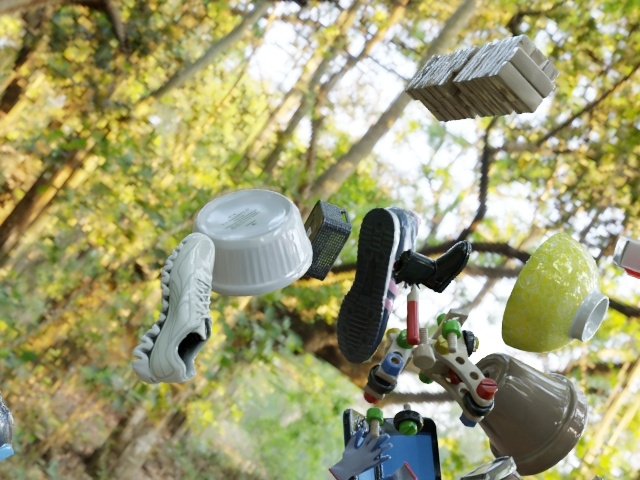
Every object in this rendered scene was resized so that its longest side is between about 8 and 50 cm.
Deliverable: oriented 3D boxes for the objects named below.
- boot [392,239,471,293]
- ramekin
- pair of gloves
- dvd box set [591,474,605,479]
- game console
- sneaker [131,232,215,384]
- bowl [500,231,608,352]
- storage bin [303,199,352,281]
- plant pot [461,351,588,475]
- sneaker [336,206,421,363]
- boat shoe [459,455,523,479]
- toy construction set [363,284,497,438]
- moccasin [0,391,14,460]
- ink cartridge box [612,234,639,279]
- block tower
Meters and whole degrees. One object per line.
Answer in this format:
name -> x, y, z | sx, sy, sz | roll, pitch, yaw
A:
boot -> 0.185, 0.037, 1.673 | 0.099, 0.121, 0.045 | 19, 34, -21
ramekin -> -0.155, -0.005, 2.156 | 0.273, 0.273, 0.127 | 24, -46, 38
pair of gloves -> 0.116, 0.506, 2.119 | 0.198, 0.159, 0.023 | 51, 11, 27
dvd box set -> 0.480, 0.663, 1.802 | 0.307, 0.420, 0.062 | 35, 10, -18
game console -> 0.177, 0.552, 2.360 | 0.173, 0.293, 0.250 | -12, -24, 17
sneaker -> -0.238, 0.126, 1.803 | 0.118, 0.292, 0.110 | 0, -23, 39
bowl -> 0.548, 0.143, 2.218 | 0.156, 0.289, 0.289 | 29, -15, 30
storage bin -> 0.000, 0.000, 2.582 | 0.084, 0.180, 0.122 | 20, 27, -18
plant pot -> 0.458, 0.387, 2.342 | 0.229, 0.263, 0.263 | 40, -15, -20
sneaker -> 0.126, 0.089, 1.914 | 0.112, 0.319, 0.131 | 29, 23, 37
boat shoe -> 0.261, 0.502, 1.814 | 0.111, 0.307, 0.104 | -34, -102, 61
toy construction set -> 0.204, 0.197, 1.905 | 0.257, 0.237, 0.309 | -3, -46, 8
moccasin -> -0.519, 0.180, 1.323 | 0.342, 0.117, 0.137 | 19, 24, 28
ink cartridge box -> 0.664, 0.066, 1.741 | 0.275, 0.060, 0.239 | 19, 7, 9
block tower -> 0.266, -0.265, 1.660 | 0.097, 0.091, 0.335 | 43, -10, -19
